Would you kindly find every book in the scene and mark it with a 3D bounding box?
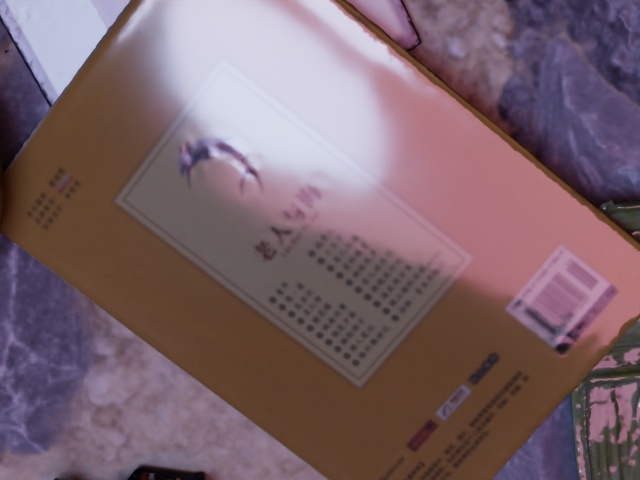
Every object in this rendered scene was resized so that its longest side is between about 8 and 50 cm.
[{"bbox_3d":[0.000,0.000,0.838,0.389,0.032,0.269,40,104,-6],"label":"book"}]

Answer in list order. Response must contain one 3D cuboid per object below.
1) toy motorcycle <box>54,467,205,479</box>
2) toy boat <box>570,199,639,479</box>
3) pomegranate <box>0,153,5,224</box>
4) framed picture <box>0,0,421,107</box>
[{"bbox_3d":[-0.167,0.291,0.897,0.157,0.091,0.263,8,100,-9],"label":"toy motorcycle"},{"bbox_3d":[0.220,0.109,0.889,0.093,0.055,0.293,-6,103,0],"label":"toy boat"},{"bbox_3d":[-0.289,-0.025,0.774,0.196,0.196,0.196,0,103,-2],"label":"pomegranate"},{"bbox_3d":[-0.112,-0.217,0.824,0.244,0.013,0.324,-27,102,5],"label":"framed picture"}]
